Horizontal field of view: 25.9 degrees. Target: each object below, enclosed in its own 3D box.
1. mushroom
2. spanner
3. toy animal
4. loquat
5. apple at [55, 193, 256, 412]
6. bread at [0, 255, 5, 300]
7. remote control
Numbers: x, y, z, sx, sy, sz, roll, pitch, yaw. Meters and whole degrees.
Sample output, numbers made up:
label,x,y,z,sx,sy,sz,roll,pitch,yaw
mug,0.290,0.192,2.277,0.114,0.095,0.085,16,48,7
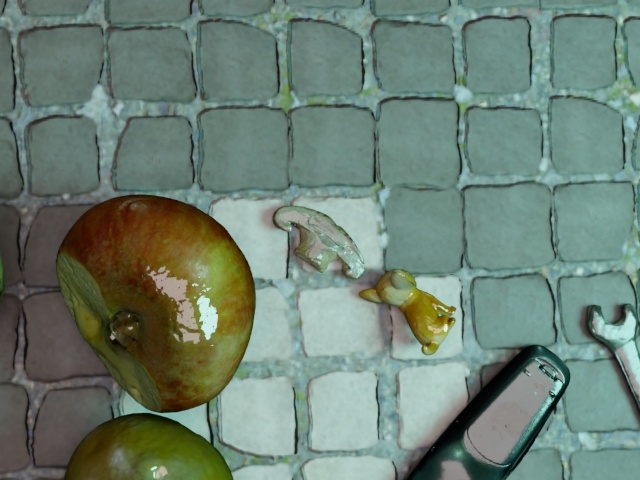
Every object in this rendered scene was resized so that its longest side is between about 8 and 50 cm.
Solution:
label,x,y,z,sx,sy,sz,roll,pitch,yaw
mushroom,0.000,0.000,1.302,0.101,0.019,0.049,34,83,-2
spanner,0.320,0.174,1.323,0.054,0.015,0.254,-23,88,-7
toy animal,0.079,0.063,1.285,0.083,0.060,0.081,34,48,-7
loquat,-0.146,0.219,1.185,0.152,0.195,0.152,4,71,-11
apple,-0.138,0.049,1.207,0.160,0.173,0.195,-35,92,-5
bread,-0.361,0.018,1.186,0.171,0.197,0.197,-19,87,-14
remote control,0.151,0.191,1.290,0.072,0.042,0.222,40,82,1
